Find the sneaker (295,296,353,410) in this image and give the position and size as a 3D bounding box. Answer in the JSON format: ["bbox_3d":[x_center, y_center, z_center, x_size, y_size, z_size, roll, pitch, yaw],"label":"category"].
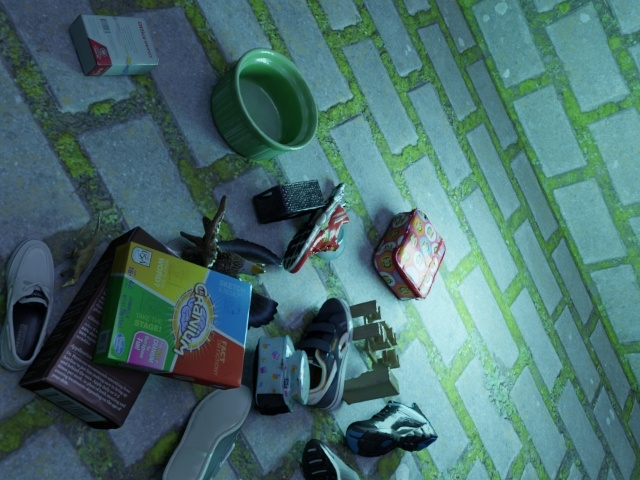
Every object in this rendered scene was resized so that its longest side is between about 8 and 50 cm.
[{"bbox_3d":[0.006,0.298,1.724,0.127,0.126,0.321,28,57,-39],"label":"sneaker"}]

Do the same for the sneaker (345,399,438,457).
[{"bbox_3d":[0.195,0.557,1.856,0.340,0.125,0.140,14,38,-39],"label":"sneaker"}]

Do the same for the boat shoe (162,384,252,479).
[{"bbox_3d":[-0.258,0.468,1.437,0.319,0.116,0.099,-57,159,-49],"label":"boat shoe"}]

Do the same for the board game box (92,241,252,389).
[{"bbox_3d":[-0.297,0.166,1.309,0.316,0.064,0.242,24,60,-40],"label":"board game box"}]

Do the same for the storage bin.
[{"bbox_3d":[-0.088,-0.111,1.780,0.180,0.122,0.085,-13,84,-47],"label":"storage bin"}]

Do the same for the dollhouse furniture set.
[{"bbox_3d":[0.129,0.336,1.822,0.212,0.160,0.242,57,23,-47],"label":"dollhouse furniture set"}]

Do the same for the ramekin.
[{"bbox_3d":[-0.164,-0.379,1.781,0.303,0.148,0.304,19,62,-41],"label":"ramekin"}]

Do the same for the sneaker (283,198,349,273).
[{"bbox_3d":[0.000,0.000,1.812,0.118,0.107,0.279,47,61,-18],"label":"sneaker"}]

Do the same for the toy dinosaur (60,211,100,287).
[{"bbox_3d":[-0.502,0.035,1.323,0.053,0.092,0.183,36,52,-32],"label":"toy dinosaur"}]

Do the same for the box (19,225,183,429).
[{"bbox_3d":[-0.431,0.179,1.313,0.191,0.143,0.382,43,51,-26],"label":"box"}]

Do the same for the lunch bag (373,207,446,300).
[{"bbox_3d":[0.322,0.063,2.150,0.258,0.120,0.293,52,47,-24],"label":"lunch bag"}]

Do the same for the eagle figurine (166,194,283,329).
[{"bbox_3d":[-0.222,0.072,1.565,0.226,0.225,0.298,-42,148,-5],"label":"eagle figurine"}]

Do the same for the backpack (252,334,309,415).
[{"bbox_3d":[-0.101,0.333,1.571,0.166,0.144,0.189,73,7,-65],"label":"backpack"}]

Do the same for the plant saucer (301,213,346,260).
[{"bbox_3d":[0.024,-0.036,1.931,0.194,0.037,0.195,19,62,-41],"label":"plant saucer"}]

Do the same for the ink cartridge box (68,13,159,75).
[{"bbox_3d":[-0.504,-0.476,1.524,0.175,0.072,0.128,-18,88,-47],"label":"ink cartridge box"}]

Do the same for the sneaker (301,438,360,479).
[{"bbox_3d":[0.040,0.634,1.670,0.272,0.100,0.108,59,30,-17],"label":"sneaker"}]

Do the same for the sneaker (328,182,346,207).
[{"bbox_3d":[0.068,-0.136,2.015,0.069,0.038,0.098,48,56,-24],"label":"sneaker"}]

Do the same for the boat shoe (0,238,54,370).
[{"bbox_3d":[-0.573,0.118,1.222,0.096,0.088,0.268,24,60,-38],"label":"boat shoe"}]
